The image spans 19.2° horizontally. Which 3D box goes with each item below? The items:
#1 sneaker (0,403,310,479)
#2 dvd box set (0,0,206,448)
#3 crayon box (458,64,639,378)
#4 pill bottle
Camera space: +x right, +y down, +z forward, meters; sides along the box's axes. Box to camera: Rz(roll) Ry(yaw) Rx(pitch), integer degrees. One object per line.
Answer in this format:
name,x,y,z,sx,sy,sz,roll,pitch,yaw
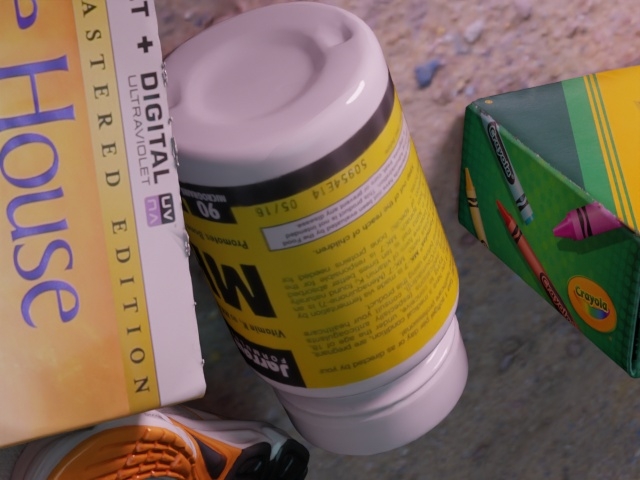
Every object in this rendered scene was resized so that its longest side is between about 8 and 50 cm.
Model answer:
sneaker,-0.098,0.101,0.944,0.099,0.121,0.262,-54,154,-1
dvd box set,-0.260,-0.040,0.706,0.420,0.062,0.308,-12,103,-25
crayon box,0.234,-0.031,1.010,0.278,0.165,0.081,-13,124,-25
pill bottle,0.000,0.000,0.916,0.119,0.119,0.208,-31,129,-11
